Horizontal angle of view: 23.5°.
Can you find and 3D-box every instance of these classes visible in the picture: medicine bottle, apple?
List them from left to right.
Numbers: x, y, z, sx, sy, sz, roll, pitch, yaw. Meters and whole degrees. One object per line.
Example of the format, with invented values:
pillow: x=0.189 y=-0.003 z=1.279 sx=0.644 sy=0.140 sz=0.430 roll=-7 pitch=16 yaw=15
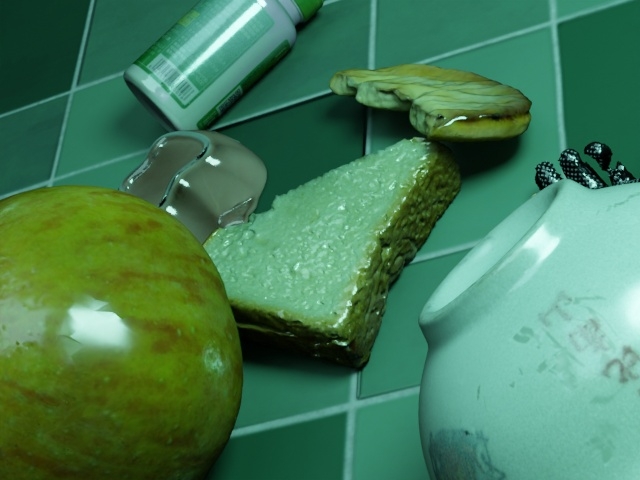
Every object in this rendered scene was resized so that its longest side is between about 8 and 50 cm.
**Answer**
apple: x=-0.281 y=0.134 z=1.627 sx=0.400 sy=0.333 sz=0.400 roll=-10 pitch=72 yaw=34
medicine bottle: x=-0.125 y=-0.266 z=2.057 sx=0.274 sy=0.133 sz=0.133 roll=-44 pitch=43 yaw=-7

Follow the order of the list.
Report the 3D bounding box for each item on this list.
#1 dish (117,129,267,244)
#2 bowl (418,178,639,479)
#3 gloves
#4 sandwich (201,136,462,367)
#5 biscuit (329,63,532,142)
dish: x=-0.180 y=-0.065 z=1.949 sx=0.213 sy=0.090 sz=0.213 roll=-19 pitch=45 yaw=20
bowl: x=0.213 y=0.076 z=1.319 sx=0.435 sy=0.196 sz=0.435 roll=-44 pitch=3 yaw=3
gloves: x=0.280 y=-0.029 z=1.621 sx=0.129 sy=0.106 sz=0.180 roll=-45 pitch=14 yaw=-10
sandwich: x=-0.002 y=-0.003 z=1.768 sx=0.254 sy=0.100 sz=0.288 roll=13 pitch=62 yaw=40
biscuit: x=0.139 y=-0.167 z=1.816 sx=0.154 sy=0.045 sz=0.299 roll=-11 pitch=22 yaw=-23
